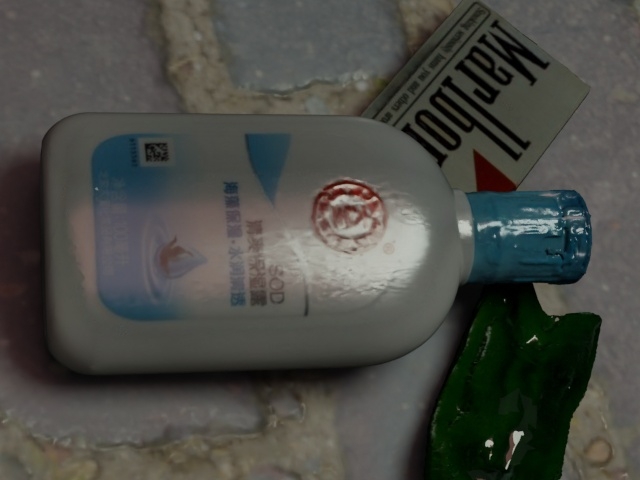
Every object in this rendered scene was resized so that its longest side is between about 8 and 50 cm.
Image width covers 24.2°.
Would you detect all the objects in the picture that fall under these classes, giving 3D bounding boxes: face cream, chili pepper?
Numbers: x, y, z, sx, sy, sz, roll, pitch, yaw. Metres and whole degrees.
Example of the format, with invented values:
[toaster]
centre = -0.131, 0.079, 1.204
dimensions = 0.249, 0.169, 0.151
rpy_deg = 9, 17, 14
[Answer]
[face cream]
centre = 0.000, 0.000, 0.915
dimensions = 0.336, 0.080, 0.163
rpy_deg = 0, 71, -13
[chili pepper]
centre = 0.118, 0.110, 0.929
dimensions = 0.098, 0.061, 0.224
rpy_deg = 17, 60, -2

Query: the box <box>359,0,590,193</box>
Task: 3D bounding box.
[box]
centre = 0.100, -0.082, 1.038
dimensions = 0.115, 0.036, 0.177
rpy_deg = 40, 57, 1
